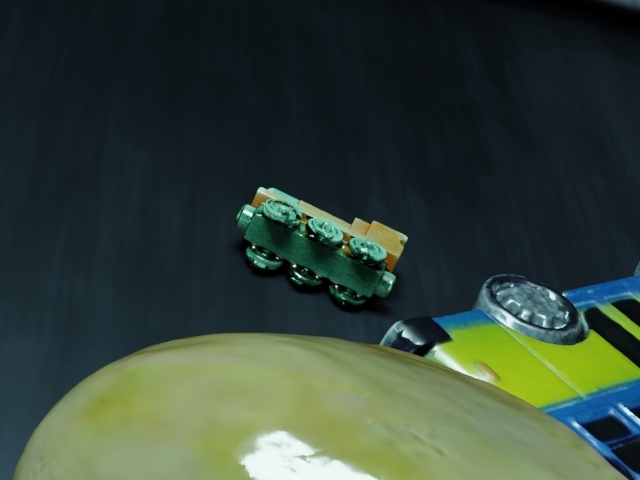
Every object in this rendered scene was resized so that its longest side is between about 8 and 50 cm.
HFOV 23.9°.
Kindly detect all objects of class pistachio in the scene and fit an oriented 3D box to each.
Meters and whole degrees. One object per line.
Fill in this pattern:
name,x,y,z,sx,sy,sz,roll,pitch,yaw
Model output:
pistachio,0.009,0.117,0.554,0.260,0.163,0.213,6,51,16

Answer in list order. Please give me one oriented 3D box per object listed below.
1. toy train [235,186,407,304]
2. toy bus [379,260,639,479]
toy train,0.000,0.000,0.910,0.103,0.044,0.064,24,26,1
toy bus,0.155,0.109,0.730,0.287,0.138,0.175,-9,40,-42
